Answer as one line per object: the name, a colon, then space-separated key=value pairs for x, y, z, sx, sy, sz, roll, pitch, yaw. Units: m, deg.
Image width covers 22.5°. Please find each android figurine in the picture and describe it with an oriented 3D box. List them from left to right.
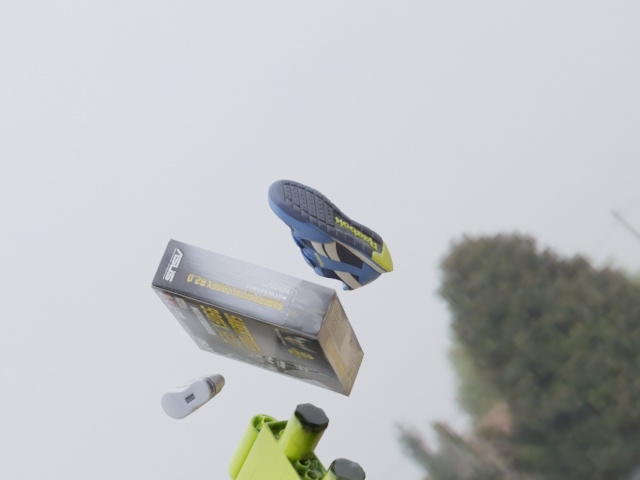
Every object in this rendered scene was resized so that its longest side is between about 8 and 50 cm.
android figurine: x=-0.035 y=0.320 z=1.813 sx=0.056 sy=0.248 sz=0.273 roll=-5 pitch=-48 yaw=-36

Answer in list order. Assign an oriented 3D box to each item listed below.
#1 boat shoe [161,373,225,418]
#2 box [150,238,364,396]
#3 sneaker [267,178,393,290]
boat shoe: x=-0.140 y=0.170 z=1.789 sx=0.035 sy=0.035 sz=0.100 roll=-27 pitch=-5 yaw=-43
box: x=-0.060 y=0.085 z=1.677 sx=0.231 sy=0.183 sz=0.056 roll=67 pitch=-138 yaw=-69
sneaker: x=0.000 y=0.000 z=1.449 sx=0.059 sy=0.144 sz=0.053 roll=-37 pitch=31 yaw=28
